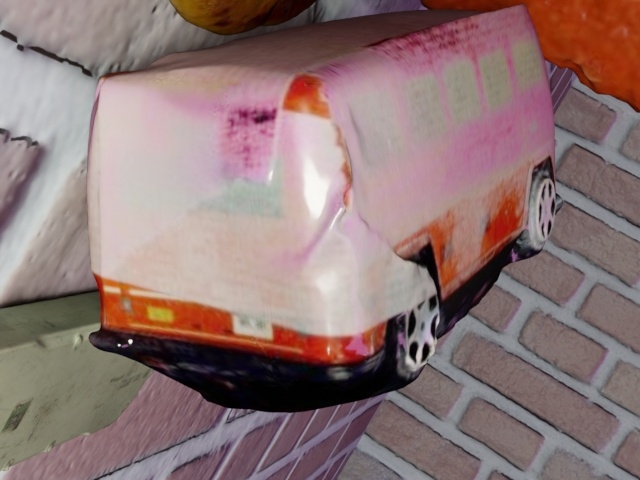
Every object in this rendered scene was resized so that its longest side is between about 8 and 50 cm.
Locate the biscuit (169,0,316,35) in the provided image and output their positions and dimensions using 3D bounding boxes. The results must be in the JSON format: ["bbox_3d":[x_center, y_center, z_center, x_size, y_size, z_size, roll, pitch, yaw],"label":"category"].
[{"bbox_3d":[0.005,-0.174,0.383,0.212,0.036,0.212,-53,166,-20],"label":"biscuit"}]

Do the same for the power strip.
[{"bbox_3d":[-0.128,0.064,0.442,0.080,0.029,0.227,-59,168,9],"label":"power strip"}]

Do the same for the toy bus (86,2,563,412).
[{"bbox_3d":[0.025,-0.033,0.473,0.302,0.127,0.147,-32,121,-55],"label":"toy bus"}]

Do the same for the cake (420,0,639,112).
[{"bbox_3d":[0.243,-0.258,0.582,0.319,0.270,0.269,-48,164,-45],"label":"cake"}]
